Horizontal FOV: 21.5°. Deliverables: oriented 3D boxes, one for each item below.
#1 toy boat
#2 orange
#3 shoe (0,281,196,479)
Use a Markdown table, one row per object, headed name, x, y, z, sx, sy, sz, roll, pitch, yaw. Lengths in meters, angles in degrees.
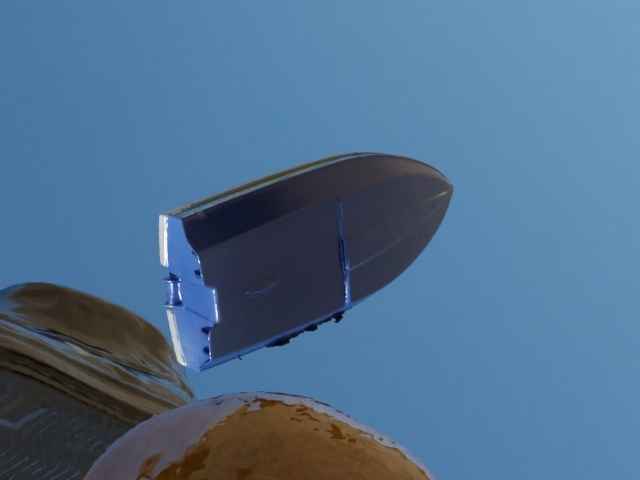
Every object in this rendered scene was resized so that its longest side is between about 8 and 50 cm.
| name | x | y | z | sx | sy | sz | roll | pitch | yaw |
| --- | --- | --- | --- | --- | --- | --- | --- | --- | --- |
| toy boat | 0.000 | 0.000 | 1.330 | 0.295 | 0.088 | 0.129 | -22 | -64 | -37 |
| orange | -0.020 | 0.125 | 0.577 | 0.156 | 0.156 | 0.134 | 46 | -158 | -2 |
| shoe | -0.269 | 0.126 | 1.463 | 0.384 | 0.171 | 0.237 | 21 | -162 | -31 |
